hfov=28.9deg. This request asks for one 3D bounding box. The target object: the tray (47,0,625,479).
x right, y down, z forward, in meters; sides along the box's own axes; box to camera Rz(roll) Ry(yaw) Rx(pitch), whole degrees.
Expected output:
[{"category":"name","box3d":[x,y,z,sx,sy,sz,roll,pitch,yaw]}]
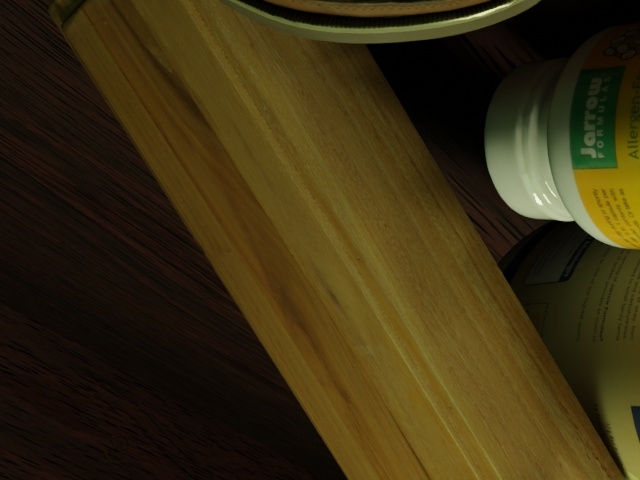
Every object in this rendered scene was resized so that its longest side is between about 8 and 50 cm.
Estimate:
[{"category":"tray","box3d":[0.000,0.000,0.734,0.411,0.076,0.203,59,155,-9]}]

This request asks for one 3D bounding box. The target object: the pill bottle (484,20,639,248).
[{"category":"pill bottle","box3d":[0.187,-0.052,0.608,0.117,0.117,0.208,34,160,-37]}]

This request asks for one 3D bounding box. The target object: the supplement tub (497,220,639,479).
[{"category":"supplement tub","box3d":[0.258,0.078,0.740,0.228,0.228,0.316,28,163,-21]}]

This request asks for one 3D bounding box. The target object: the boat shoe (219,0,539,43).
[{"category":"boat shoe","box3d":[-0.043,-0.170,0.534,0.307,0.111,0.104,16,164,18]}]
